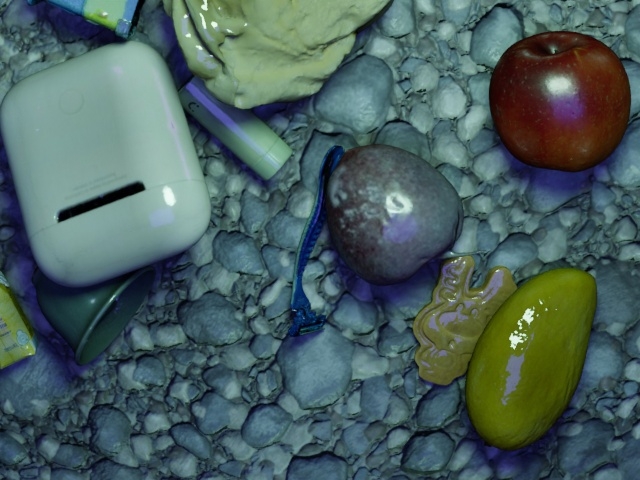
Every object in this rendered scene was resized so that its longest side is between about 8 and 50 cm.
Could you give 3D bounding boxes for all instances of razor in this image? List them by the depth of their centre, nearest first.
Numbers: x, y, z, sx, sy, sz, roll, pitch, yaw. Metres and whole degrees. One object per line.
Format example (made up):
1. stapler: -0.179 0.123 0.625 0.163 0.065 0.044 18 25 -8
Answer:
1. razor: -0.011 -0.003 1.968 0.056 0.093 0.324 16 104 29

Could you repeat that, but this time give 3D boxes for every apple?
1. apple: 0.371 -0.216 1.839 0.218 0.218 0.201 -4 113 -2

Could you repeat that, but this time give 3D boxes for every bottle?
1. bottle: -0.140 -0.186 1.895 0.201 0.072 0.072 42 100 -12

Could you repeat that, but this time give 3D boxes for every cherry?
1. cherry: 0.117 -0.035 1.896 0.213 0.183 0.266 -39 89 0

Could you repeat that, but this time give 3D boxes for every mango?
1. mango: 0.348 0.199 1.993 0.195 0.142 0.332 11 99 -27

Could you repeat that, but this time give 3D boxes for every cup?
1. cup: -0.387 0.082 1.921 0.150 0.199 0.199 36 102 6

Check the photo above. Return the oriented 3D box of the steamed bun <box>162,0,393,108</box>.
1. steamed bun: -0.062 -0.379 1.764 0.324 0.230 0.372 26 103 -49

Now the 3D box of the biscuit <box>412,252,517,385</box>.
1. biscuit: 0.236 0.139 2.030 0.144 0.040 0.236 21 102 -3

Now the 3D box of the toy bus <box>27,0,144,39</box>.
1. toy bus: -0.307 -0.475 1.764 0.190 0.152 0.312 18 104 -9

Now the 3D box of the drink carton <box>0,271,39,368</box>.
1. drink carton: -0.542 0.107 1.961 0.084 0.074 0.200 -24 107 4

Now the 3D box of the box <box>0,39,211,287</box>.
1. box: -0.333 -0.119 1.814 0.288 0.141 0.349 -19 77 7
